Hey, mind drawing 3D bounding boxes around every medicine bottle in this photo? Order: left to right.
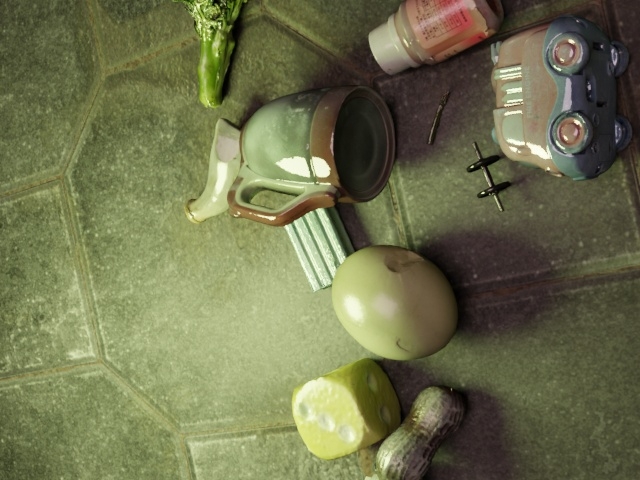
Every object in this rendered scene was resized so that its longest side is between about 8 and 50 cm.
[{"bbox_3d":[0.221,-0.418,1.829,0.247,0.147,0.147,-23,83,30],"label":"medicine bottle"}]

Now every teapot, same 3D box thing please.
[{"bbox_3d":[-0.046,-0.163,1.939,0.312,0.233,0.315,3,57,37],"label":"teapot"}]

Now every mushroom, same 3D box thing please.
[{"bbox_3d":[-0.225,-0.141,2.143,0.118,0.103,0.270,37,117,22],"label":"mushroom"}]

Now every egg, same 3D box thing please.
[{"bbox_3d":[0.147,0.122,1.883,0.269,0.219,0.219,22,106,25],"label":"egg"}]

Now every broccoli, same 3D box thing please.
[{"bbox_3d":[-0.247,-0.446,2.115,0.145,0.165,0.304,8,110,22],"label":"broccoli"}]

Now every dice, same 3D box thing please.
[{"bbox_3d":[0.055,0.354,1.988,0.166,0.169,0.169,-27,81,29],"label":"dice"}]

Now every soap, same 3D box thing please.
[{"bbox_3d":[0.000,0.000,2.045,0.114,0.063,0.198,-27,81,28],"label":"soap"}]

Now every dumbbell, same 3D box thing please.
[{"bbox_3d":[0.327,-0.124,1.840,0.069,0.069,0.147,-25,82,30],"label":"dumbbell"}]

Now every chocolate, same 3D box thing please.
[{"bbox_3d":[0.199,0.396,1.905,0.110,0.110,0.248,30,76,24],"label":"chocolate"}]

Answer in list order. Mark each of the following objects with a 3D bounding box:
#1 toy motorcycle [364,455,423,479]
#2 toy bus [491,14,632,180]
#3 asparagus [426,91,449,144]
[{"bbox_3d":[0.144,0.546,1.966,0.150,0.102,0.221,7,61,38],"label":"toy motorcycle"},{"bbox_3d":[0.418,-0.253,1.713,0.231,0.197,0.294,-1,96,40],"label":"toy bus"},{"bbox_3d":[0.237,-0.248,1.910,0.015,0.014,0.114,23,106,25],"label":"asparagus"}]
